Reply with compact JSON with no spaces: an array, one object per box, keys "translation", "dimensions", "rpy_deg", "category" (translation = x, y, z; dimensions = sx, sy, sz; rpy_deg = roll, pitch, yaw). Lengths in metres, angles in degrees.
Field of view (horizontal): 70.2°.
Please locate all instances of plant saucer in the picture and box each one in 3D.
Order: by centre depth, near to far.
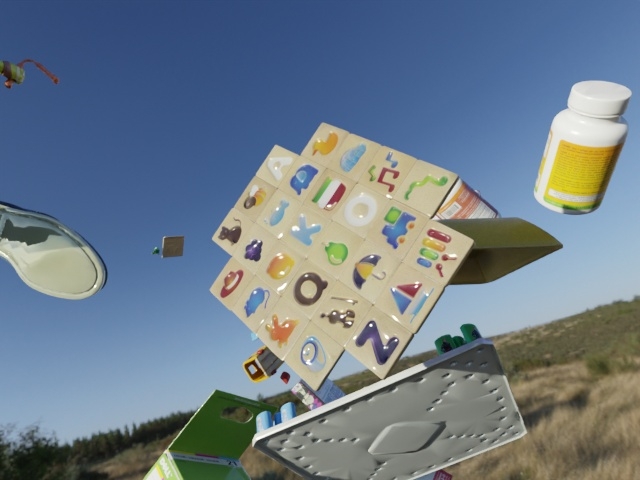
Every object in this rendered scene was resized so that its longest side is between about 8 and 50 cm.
[{"translation":[0.271,0.028,0.982],"dimensions":[0.332,0.081,0.333],"rpy_deg":[-2,-18,-6],"category":"plant saucer"}]

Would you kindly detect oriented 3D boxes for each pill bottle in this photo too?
[{"translation":[0.535,-0.187,0.928],"dimensions":[0.136,0.136,0.246],"rpy_deg":[-11,-51,-8],"category":"pill bottle"},{"translation":[0.419,-0.064,1.263],"dimensions":[0.121,0.216,0.121],"rpy_deg":[-50,6,7],"category":"pill bottle"}]

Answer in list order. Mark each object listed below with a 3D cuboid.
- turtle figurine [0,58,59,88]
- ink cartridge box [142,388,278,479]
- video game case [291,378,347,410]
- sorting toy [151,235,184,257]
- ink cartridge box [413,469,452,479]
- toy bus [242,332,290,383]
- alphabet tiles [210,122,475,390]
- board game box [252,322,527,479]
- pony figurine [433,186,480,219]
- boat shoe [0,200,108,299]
[{"translation":[-0.595,-0.299,0.733],"dimensions":[0.269,0.217,0.087],"rpy_deg":[39,-14,-12],"category":"turtle figurine"},{"translation":[-0.182,0.405,0.791],"dimensions":[0.255,0.097,0.189],"rpy_deg":[-53,-44,-2],"category":"ink cartridge box"},{"translation":[0.028,0.447,1.253],"dimensions":[0.042,0.210,0.232],"rpy_deg":[-49,-9,1],"category":"video game case"},{"translation":[-0.398,0.016,1.189],"dimensions":[0.083,0.012,0.062],"rpy_deg":[-5,-64,-41],"category":"sorting toy"},{"translation":[0.212,0.596,1.125],"dimensions":[0.176,0.127,0.128],"rpy_deg":[24,-24,19],"category":"ink cartridge box"},{"translation":[-0.195,0.432,1.677],"dimensions":[0.104,0.191,0.202],"rpy_deg":[-31,-44,31],"category":"toy bus"},{"translation":[0.000,0.000,0.569],"dimensions":[0.285,0.342,0.011],"rpy_deg":[-57,-39,-1],"category":"alphabet tiles"},{"translation":[0.142,0.326,0.798],"dimensions":[0.390,0.050,0.390],"rpy_deg":[-27,-48,9],"category":"board game box"},{"translation":[0.410,-0.006,1.561],"dimensions":[0.351,0.303,0.363],"rpy_deg":[6,-16,46],"category":"pony figurine"},{"translation":[-0.520,0.012,0.846],"dimensions":[0.340,0.127,0.113],"rpy_deg":[17,-2,11],"category":"boat shoe"}]
